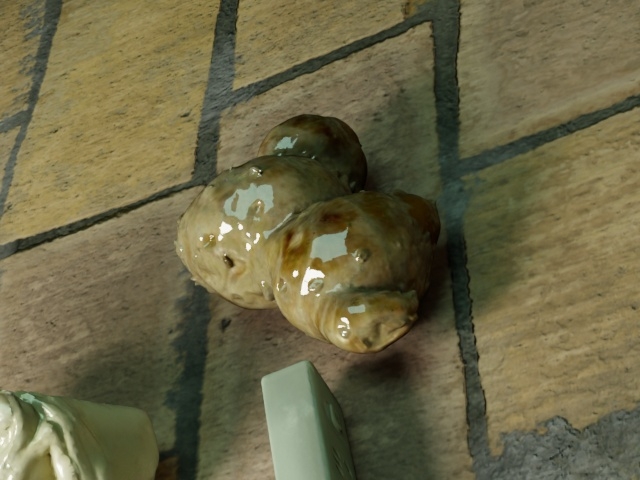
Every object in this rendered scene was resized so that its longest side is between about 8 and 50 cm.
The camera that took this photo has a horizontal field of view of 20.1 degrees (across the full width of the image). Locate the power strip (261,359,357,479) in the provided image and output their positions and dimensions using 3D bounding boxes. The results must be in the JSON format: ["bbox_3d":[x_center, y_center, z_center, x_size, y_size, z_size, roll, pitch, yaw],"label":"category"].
[{"bbox_3d":[0.002,0.254,1.715,0.062,0.091,0.385,-25,38,11],"label":"power strip"}]

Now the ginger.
[{"bbox_3d":[0.000,0.000,1.929,0.256,0.176,0.375,-28,35,-16],"label":"ginger"}]

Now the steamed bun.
[{"bbox_3d":[-0.341,0.254,1.853,0.320,0.275,0.206,-2,77,20],"label":"steamed bun"}]
